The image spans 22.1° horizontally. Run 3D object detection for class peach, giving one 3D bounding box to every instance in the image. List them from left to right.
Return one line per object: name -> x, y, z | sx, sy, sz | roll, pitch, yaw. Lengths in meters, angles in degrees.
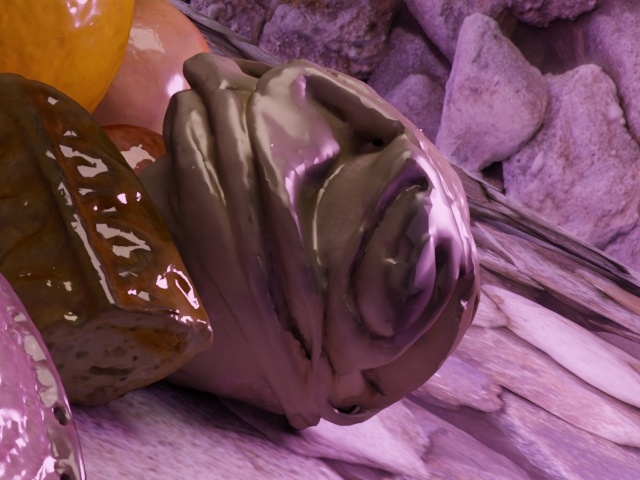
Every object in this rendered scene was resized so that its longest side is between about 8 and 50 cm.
peach -> -0.234, -0.183, 1.819 | 0.232, 0.232, 0.232 | 25, 11, -5

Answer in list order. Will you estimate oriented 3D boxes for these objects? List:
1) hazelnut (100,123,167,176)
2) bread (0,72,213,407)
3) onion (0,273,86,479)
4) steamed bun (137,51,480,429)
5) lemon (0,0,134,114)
hazelnut -> -0.179, -0.024, 1.428 | 0.150, 0.150, 0.150 | 25, 11, -5
bread -> -0.191, -0.010, 1.139 | 0.152, 0.130, 0.267 | -3, 48, -34
onion -> -0.243, 0.084, 0.830 | 0.250, 0.111, 0.247 | 28, 27, -54
steamed bun -> 0.000, 0.000, 1.235 | 0.280, 0.268, 0.207 | 24, -19, -37
lemon -> -0.325, -0.220, 1.441 | 0.348, 0.348, 0.348 | 25, 11, -5
